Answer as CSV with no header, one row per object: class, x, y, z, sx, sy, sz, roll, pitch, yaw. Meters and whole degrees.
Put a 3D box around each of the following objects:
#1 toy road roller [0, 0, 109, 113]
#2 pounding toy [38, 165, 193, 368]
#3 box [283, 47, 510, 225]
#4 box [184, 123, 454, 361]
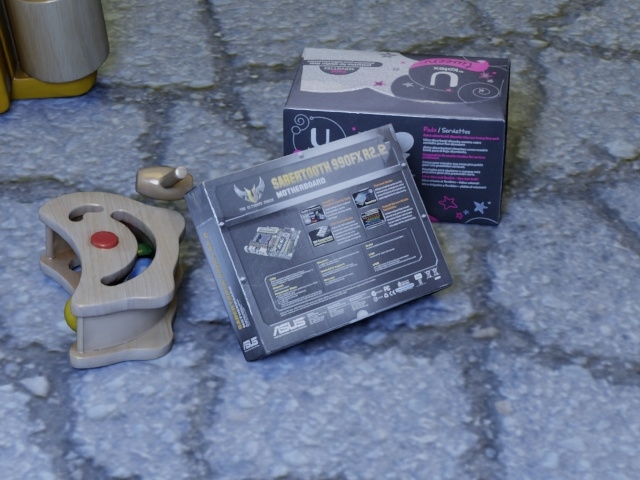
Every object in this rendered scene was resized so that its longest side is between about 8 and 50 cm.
toy road roller,-0.432,-0.227,1.941,0.330,0.202,0.240,-5,45,1
pounding toy,-0.216,-0.007,1.630,0.154,0.155,0.269,4,33,-2
box,0.090,-0.125,1.830,0.247,0.142,0.163,5,34,6
box,0.000,0.000,1.612,0.231,0.183,0.056,-20,-5,-27
